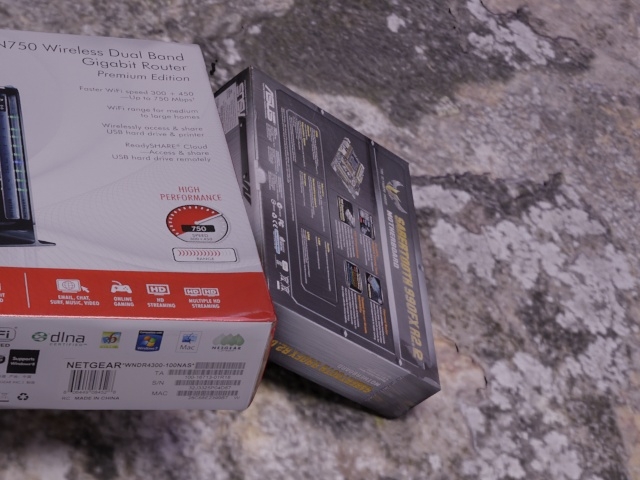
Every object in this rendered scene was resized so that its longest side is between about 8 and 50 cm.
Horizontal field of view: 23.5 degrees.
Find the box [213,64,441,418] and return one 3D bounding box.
[{"bbox_3d":[0.000,0.000,1.172,0.183,0.056,0.231,29,40,-36],"label":"box"}]

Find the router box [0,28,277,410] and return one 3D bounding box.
[{"bbox_3d":[-0.224,-0.025,0.999,0.336,0.082,0.301,2,40,-18],"label":"router box"}]
